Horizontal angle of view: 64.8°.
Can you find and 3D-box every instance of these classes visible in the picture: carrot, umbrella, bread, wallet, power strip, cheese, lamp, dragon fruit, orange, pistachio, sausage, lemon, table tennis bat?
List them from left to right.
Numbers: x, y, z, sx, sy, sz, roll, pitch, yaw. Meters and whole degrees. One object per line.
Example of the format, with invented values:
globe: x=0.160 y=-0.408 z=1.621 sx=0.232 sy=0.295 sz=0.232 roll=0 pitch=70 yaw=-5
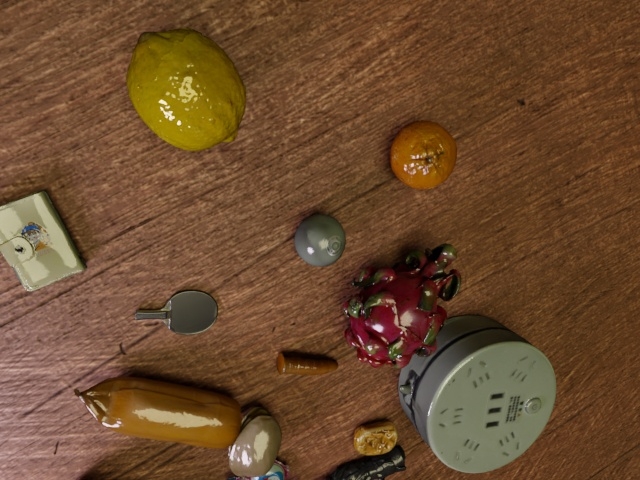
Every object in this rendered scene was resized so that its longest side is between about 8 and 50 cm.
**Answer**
wallet: x=-0.492 y=0.002 z=0.873 sx=0.110 sy=0.039 sz=0.155 roll=-23 pitch=112 yaw=-13
sausage: x=-0.316 y=0.335 z=0.992 sx=0.328 sy=0.112 sz=0.112 roll=19 pitch=100 yaw=-21
table tennis bat: x=-0.281 y=0.144 z=0.994 sx=0.157 sy=0.014 sz=0.095 roll=1 pitch=107 yaw=-19
lemon: x=-0.213 y=-0.243 z=0.818 sx=0.193 sy=0.180 sz=0.181 roll=21 pitch=99 yaw=-21
pistachio: x=-0.140 y=0.431 z=1.076 sx=0.112 sy=0.113 sz=0.149 roll=5 pitch=95 yaw=-19
cheese: x=-0.140 y=0.540 z=1.143 sx=0.144 sy=0.038 sz=0.096 roll=-7 pitch=108 yaw=-16
carrot: x=-0.023 y=0.272 z=1.095 sx=0.139 sy=0.048 sz=0.048 roll=9 pitch=103 yaw=-21
lamp: x=0.000 y=0.000 z=0.992 sx=0.105 sy=0.105 sz=0.105 roll=-5 pitch=107 yaw=-16
umbrella: x=0.096 y=0.559 z=1.215 sx=0.235 sy=0.059 sz=0.066 roll=-14 pitch=86 yaw=-11
bread: x=0.132 y=0.473 z=1.206 sx=0.110 sy=0.044 sz=0.083 roll=-5 pitch=111 yaw=-14
dragon fruit: x=0.172 y=0.139 z=1.051 sx=0.272 sy=0.218 sz=0.198 roll=-30 pitch=157 yaw=-12
orange: x=0.206 y=-0.168 z=0.999 sx=0.135 sy=0.117 sz=0.136 roll=-8 pitch=115 yaw=-17
power strip: x=0.353 y=0.355 z=1.175 sx=0.356 sy=0.161 sz=0.358 roll=-5 pitch=107 yaw=-16
